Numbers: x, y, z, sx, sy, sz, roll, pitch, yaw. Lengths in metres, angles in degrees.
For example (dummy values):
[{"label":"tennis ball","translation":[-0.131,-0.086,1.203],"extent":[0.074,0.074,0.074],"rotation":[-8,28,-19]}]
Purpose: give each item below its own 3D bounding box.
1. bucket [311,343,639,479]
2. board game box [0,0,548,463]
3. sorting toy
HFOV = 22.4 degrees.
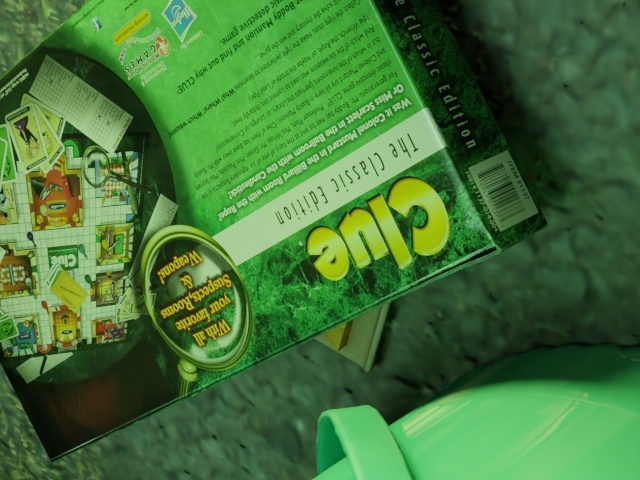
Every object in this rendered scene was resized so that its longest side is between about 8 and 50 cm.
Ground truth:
[{"label":"bucket","translation":[0.061,0.174,0.464],"extent":[0.281,0.183,0.281],"rotation":[19,124,32]},{"label":"board game box","translation":[-0.049,-0.018,0.546],"extent":[0.259,0.030,0.136],"rotation":[-28,85,47]},{"label":"sorting toy","translation":[0.000,0.000,0.538],"extent":[0.062,0.012,0.083],"rotation":[32,131,23]}]
